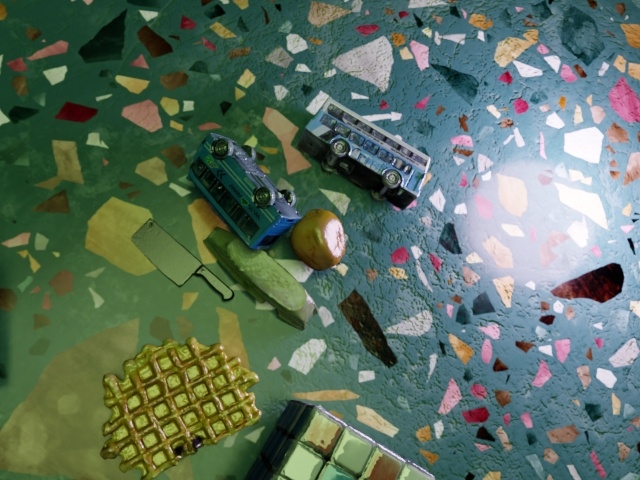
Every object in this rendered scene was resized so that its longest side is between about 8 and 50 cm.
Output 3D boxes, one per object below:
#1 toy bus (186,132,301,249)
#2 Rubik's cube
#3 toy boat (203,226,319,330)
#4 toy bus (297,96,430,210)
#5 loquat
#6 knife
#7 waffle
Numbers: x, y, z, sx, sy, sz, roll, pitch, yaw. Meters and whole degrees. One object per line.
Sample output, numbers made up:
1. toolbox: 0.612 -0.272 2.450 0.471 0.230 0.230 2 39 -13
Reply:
1. toy bus: -0.163 -0.103 1.139 0.134 0.113 0.246 -47 75 17
2. Rubik's cube: 0.006 0.462 0.982 0.253 0.256 0.259 35 70 -3
3. toy boat: -0.124 0.074 1.162 0.293 0.055 0.093 41 67 -1
4. toy bus: 0.102 -0.197 1.269 0.297 0.106 0.131 30 66 -3
5. loquat: 0.000 0.000 1.181 0.113 0.137 0.137 -22 79 17
6. knife: -0.290 0.056 1.148 0.245 0.019 0.072 40 74 2
7. waffle: -0.272 0.326 1.053 0.309 0.065 0.283 19 69 -5
